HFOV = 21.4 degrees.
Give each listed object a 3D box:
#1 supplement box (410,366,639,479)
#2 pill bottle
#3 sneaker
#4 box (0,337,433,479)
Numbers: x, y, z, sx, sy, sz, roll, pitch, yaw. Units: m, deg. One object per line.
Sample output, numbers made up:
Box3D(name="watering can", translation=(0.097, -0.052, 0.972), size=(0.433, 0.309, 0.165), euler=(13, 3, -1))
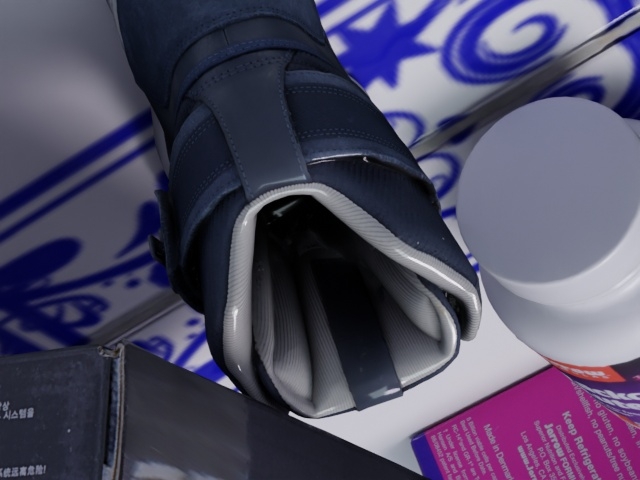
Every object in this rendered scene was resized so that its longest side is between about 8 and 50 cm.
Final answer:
Box3D(name="supplement box", translation=(0.179, 0.123, 0.931), size=(0.220, 0.114, 0.111), euler=(-27, 148, 9))
Box3D(name="pill bottle", translation=(0.133, 0.012, 0.734), size=(0.108, 0.108, 0.193), euler=(-32, 148, 15))
Box3D(name="sneaker", translation=(-0.002, 0.001, 0.578), size=(0.086, 0.163, 0.226), euler=(-27, 150, 3))
Box3D(name="box", translation=(-0.143, 0.139, 0.623), size=(0.394, 0.097, 0.318), euler=(-9, 159, 29))
